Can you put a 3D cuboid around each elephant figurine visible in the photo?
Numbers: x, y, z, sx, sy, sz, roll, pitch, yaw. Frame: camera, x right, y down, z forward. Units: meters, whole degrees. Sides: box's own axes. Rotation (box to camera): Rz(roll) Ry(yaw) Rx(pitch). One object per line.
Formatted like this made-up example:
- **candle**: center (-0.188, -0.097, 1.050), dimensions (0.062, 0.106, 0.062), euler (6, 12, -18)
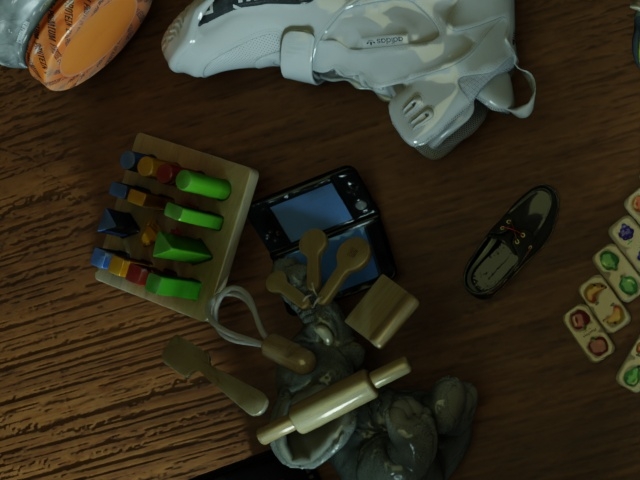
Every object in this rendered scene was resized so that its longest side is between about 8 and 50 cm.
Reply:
- **elephant figurine**: center (0.021, 0.163, 1.887), dimensions (0.239, 0.169, 0.186), euler (23, 55, 20)

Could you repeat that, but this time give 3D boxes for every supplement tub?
- **supplement tub**: center (-0.331, -0.310, 1.954), dimensions (0.316, 0.193, 0.193), euler (44, 99, 11)

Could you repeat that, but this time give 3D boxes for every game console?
- **game console**: center (0.000, 0.000, 1.922), dimensions (0.122, 0.071, 0.107), euler (-21, 128, 12)

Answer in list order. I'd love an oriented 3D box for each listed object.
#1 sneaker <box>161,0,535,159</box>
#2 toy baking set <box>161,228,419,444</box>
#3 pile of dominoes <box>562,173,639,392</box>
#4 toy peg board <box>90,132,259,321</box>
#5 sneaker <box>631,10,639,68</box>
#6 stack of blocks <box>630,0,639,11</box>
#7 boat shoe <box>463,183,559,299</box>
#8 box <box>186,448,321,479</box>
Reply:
- **sneaker**: center (0.031, -0.173, 1.885), dimensions (0.366, 0.137, 0.210), euler (-16, 82, 10)
- **toy baking set**: center (-0.025, 0.098, 1.841), dimensions (0.256, 0.030, 0.196), euler (-31, 52, 11)
- **pile of dominoes**: center (0.358, 0.039, 1.848), dimensions (0.196, 0.040, 0.251), euler (30, 95, 13)
- **toy peg board**: center (-0.166, -0.019, 1.936), dimensions (0.161, 0.079, 0.161), euler (19, 93, 35)
- **sneaker**: center (0.351, -0.300, 1.830), dimensions (0.111, 0.121, 0.300), euler (4, 109, -20)
- **stack of blocks**: center (0.452, -0.242, 1.740), dimensions (0.297, 0.087, 0.171), euler (17, 94, -14)
- **boat shoe**: center (0.189, 0.002, 1.892), dimensions (0.049, 0.042, 0.133), euler (38, 96, 14)
- **box**: center (-0.030, 0.348, 1.809), dimensions (0.073, 0.293, 0.295), euler (-28, 82, 20)
